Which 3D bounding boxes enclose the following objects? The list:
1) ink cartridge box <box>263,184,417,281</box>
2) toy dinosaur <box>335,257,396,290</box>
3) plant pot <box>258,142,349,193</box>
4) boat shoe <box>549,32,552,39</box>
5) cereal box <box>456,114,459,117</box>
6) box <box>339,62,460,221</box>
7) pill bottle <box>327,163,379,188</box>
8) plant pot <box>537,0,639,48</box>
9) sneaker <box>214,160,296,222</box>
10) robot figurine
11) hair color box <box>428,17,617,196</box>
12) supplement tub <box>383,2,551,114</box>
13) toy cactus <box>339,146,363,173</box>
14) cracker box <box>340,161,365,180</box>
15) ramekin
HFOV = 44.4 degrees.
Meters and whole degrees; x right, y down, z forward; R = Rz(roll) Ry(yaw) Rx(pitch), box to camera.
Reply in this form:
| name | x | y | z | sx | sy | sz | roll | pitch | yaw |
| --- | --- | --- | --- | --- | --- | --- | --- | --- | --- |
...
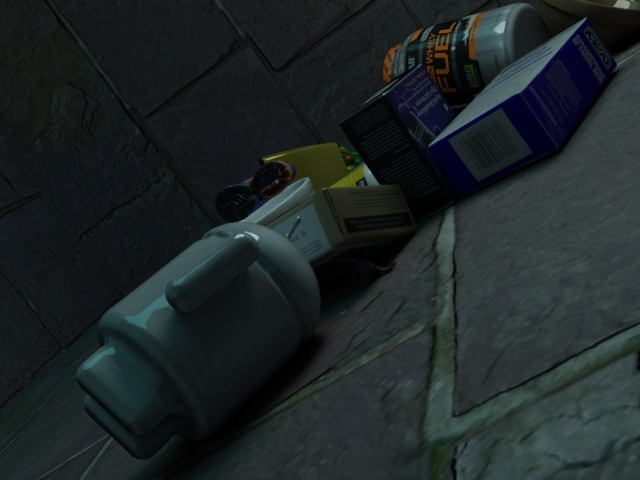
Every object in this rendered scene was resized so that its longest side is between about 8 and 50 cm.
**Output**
| name | x | y | z | sx | sy | sz | roll | pitch | yaw |
| --- | --- | --- | --- | --- | --- | --- | --- | --- | --- |
| ink cartridge box | 0.000 | 0.000 | 1.222 | 0.234 | 0.088 | 0.193 | -29 | -13 | 39 |
| toy dinosaur | 0.067 | 0.049 | 1.152 | 0.090 | 0.047 | 0.082 | -1 | 4 | 6 |
| plant pot | -0.026 | -0.143 | 1.975 | 0.187 | 0.212 | 0.212 | -23 | 8 | -5 |
| boat shoe | 0.543 | -0.431 | 1.687 | 0.073 | 0.080 | 0.223 | -35 | 12 | -35 |
| cereal box | 0.216 | -0.262 | 1.771 | 0.173 | 0.047 | 0.240 | -31 | 31 | -16 |
| box | 0.154 | -0.158 | 1.285 | 0.108 | 0.207 | 0.153 | -27 | 13 | 42 |
| pill bottle | 0.091 | -0.090 | 1.507 | 0.184 | 0.103 | 0.103 | -32 | 10 | 28 |
| plant pot | 0.516 | -0.435 | 1.513 | 0.237 | 0.237 | 0.110 | -47 | -25 | -51 |
| sneaker | -0.136 | -0.104 | 1.699 | 0.221 | 0.083 | 0.087 | -25 | 0 | 29 |
| robot figurine | -0.138 | 0.111 | 1.006 | 0.353 | 0.199 | 0.300 | -42 | -18 | -31 |
| hair color box | 0.332 | -0.219 | 1.260 | 0.185 | 0.110 | 0.339 | -29 | 13 | 45 |
| supplement tub | 0.297 | -0.360 | 1.615 | 0.316 | 0.194 | 0.193 | -4 | 29 | 43 |
| toy cactus | 0.107 | -0.222 | 2.243 | 0.180 | 0.112 | 0.219 | -16 | 8 | 2 |
| cracker box | 0.159 | -0.181 | 1.843 | 0.232 | 0.067 | 0.155 | -42 | 12 | -32 |
| ramekin | -0.099 | -0.002 | 1.666 | 0.277 | 0.135 | 0.277 | -35 | 9 | 7 |
